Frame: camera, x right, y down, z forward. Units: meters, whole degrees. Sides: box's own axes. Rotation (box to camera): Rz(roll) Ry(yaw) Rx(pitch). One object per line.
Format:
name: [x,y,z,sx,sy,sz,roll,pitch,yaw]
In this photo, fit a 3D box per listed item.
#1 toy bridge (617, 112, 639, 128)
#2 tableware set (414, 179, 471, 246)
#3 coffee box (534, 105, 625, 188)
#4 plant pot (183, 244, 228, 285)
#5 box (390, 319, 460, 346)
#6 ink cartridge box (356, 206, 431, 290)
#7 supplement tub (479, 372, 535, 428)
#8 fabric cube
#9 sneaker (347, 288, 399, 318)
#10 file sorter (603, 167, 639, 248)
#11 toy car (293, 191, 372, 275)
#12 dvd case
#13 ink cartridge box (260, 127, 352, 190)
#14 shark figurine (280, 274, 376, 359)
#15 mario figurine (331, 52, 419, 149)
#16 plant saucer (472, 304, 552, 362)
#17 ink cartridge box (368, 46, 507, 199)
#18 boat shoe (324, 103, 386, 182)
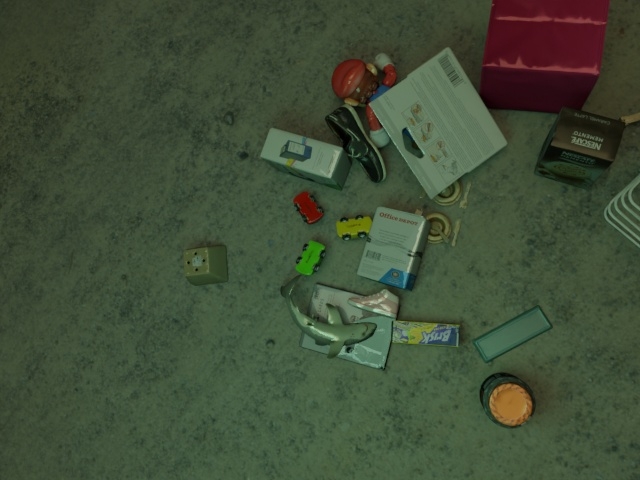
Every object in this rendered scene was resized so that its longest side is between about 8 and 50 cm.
toy bridge: [0.851,-0.316,1.414,0.188,0.063,0.026,-9,79,12]
tableware set: [0.320,-0.087,1.509,0.128,0.039,0.194,14,84,15]
coffee box: [0.611,-0.215,1.357,0.141,0.246,0.098,19,85,15]
plant pot: [-0.333,0.066,1.603,0.109,0.096,0.108,-8,79,12]
box: [0.267,0.238,1.446,0.169,0.054,0.059,3,82,2]
ink cartridge box: [0.194,0.022,1.484,0.140,0.082,0.190,16,85,26]
supplement tub: [0.437,0.374,1.328,0.117,0.190,0.116,-2,81,12]
fabric cube: [0.547,-0.484,1.414,0.258,0.254,0.258,9,84,16]
sneaker: [0.141,0.154,1.476,0.134,0.051,0.070,14,81,11]
file sorter: [0.788,-0.081,1.284,0.173,0.278,0.193,-46,74,7]
toy car: [0.000,0.000,1.541,0.239,0.053,0.224,22,71,16]
dvd case: [0.077,0.229,1.518,0.239,0.029,0.179,13,84,15]
ink cartridge box: [-0.037,-0.221,1.553,0.213,0.154,0.093,21,87,14]
shark figurine: [-0.015,0.225,1.479,0.278,0.116,0.166,29,55,8]
mario figurine: [0.175,-0.386,1.572,0.321,0.170,0.198,34,53,5]
plant saucer: [0.485,0.237,1.430,0.192,0.018,0.067,-30,76,6]
ink cartridge box: [0.297,-0.297,1.456,0.261,0.066,0.296,-36,99,-6]
boat shoe: [0.095,-0.252,1.539,0.079,0.084,0.233,-35,97,-27]
